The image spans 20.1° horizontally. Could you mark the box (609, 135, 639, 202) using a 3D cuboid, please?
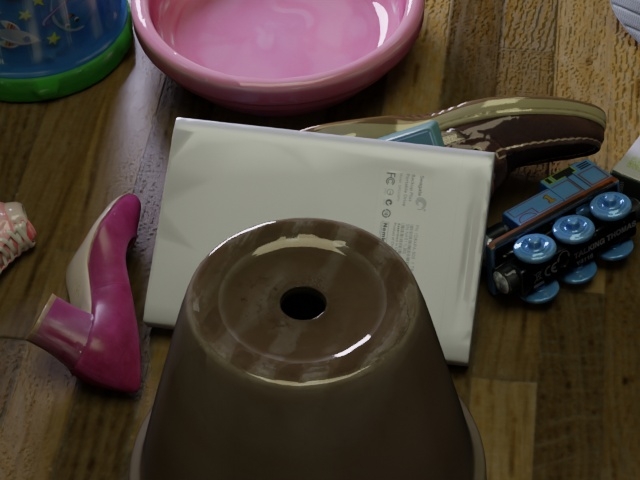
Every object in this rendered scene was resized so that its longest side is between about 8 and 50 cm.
[{"bbox_3d":[0.494,-0.062,1.883,0.322,0.058,0.232,24,50,24],"label":"box"}]

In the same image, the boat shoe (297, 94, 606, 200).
[{"bbox_3d":[0.133,-0.069,1.872,0.342,0.123,0.123,-7,77,-7],"label":"boat shoe"}]

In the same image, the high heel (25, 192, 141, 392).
[{"bbox_3d":[-0.196,0.049,1.790,0.117,0.082,0.244,31,34,-7],"label":"high heel"}]

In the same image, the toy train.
[{"bbox_3d":[0.236,-0.007,1.821,0.184,0.080,0.105,-28,42,-21],"label":"toy train"}]

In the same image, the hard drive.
[{"bbox_3d":[0.000,0.000,1.772,0.319,0.040,0.210,7,79,8],"label":"hard drive"}]

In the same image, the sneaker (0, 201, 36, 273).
[{"bbox_3d":[-0.327,0.007,1.833,0.070,0.051,0.134,-6,41,2],"label":"sneaker"}]

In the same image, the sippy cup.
[{"bbox_3d":[-0.336,-0.313,2.031,0.240,0.224,0.305,7,45,7],"label":"sippy cup"}]

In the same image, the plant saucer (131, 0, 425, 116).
[{"bbox_3d":[-0.048,-0.252,2.062,0.332,0.084,0.332,-1,45,1],"label":"plant saucer"}]

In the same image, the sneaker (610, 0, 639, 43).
[{"bbox_3d":[0.449,-0.239,2.049,0.258,0.094,0.091,34,33,27],"label":"sneaker"}]

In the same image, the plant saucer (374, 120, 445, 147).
[{"bbox_3d":[0.035,-0.061,1.815,0.192,0.018,0.067,-17,89,7],"label":"plant saucer"}]

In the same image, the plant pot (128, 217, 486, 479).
[{"bbox_3d":[-0.010,0.142,1.536,0.323,0.280,0.323,0,45,0],"label":"plant pot"}]
